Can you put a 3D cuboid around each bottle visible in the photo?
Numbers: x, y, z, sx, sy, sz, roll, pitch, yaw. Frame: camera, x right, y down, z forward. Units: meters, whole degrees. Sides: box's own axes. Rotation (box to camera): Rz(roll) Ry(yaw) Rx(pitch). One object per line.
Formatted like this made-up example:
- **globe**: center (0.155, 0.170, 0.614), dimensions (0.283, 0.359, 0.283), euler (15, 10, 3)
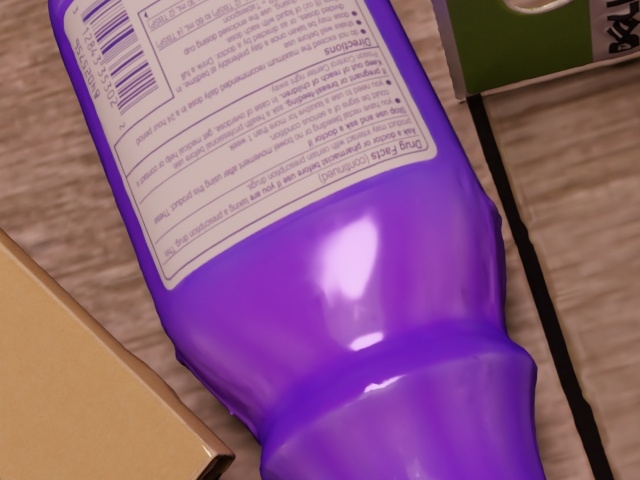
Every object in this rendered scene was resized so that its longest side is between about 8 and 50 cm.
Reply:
- **bottle**: center (0.000, 0.000, 0.518), dimensions (0.118, 0.092, 0.283), euler (-27, 66, 6)

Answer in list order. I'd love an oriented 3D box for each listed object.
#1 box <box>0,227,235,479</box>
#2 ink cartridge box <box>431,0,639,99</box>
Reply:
- **box**: center (-0.146, 0.072, 0.533), dimensions (0.201, 0.021, 0.164), euler (40, 99, 23)
- **ink cartridge box**: center (0.147, -0.156, 0.499), dimensions (0.255, 0.189, 0.097), euler (-15, 67, 6)
